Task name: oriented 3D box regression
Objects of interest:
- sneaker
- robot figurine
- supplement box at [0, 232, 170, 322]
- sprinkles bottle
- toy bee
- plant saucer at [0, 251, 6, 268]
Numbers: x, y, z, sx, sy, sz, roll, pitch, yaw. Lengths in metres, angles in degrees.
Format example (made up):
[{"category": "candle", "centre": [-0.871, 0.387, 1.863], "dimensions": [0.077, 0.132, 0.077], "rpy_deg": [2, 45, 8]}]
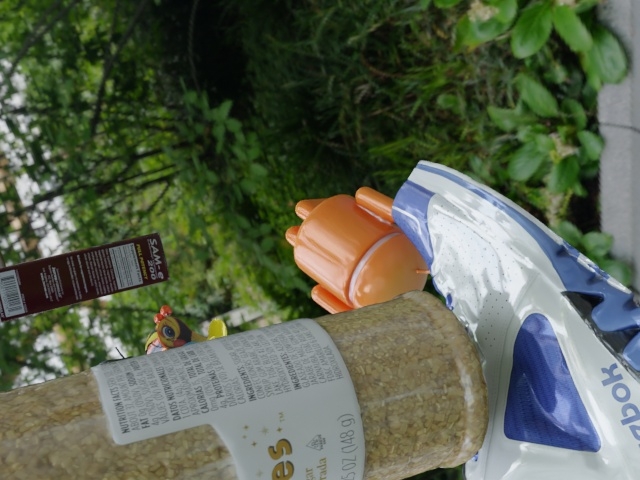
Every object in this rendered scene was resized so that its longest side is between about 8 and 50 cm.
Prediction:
[{"category": "sneaker", "centre": [0.141, 0.088, 0.576], "dimensions": [0.315, 0.182, 0.127], "rpy_deg": [42, -170, 35]}, {"category": "robot figurine", "centre": [0.052, 0.023, 1.085], "dimensions": [0.219, 0.158, 0.128], "rpy_deg": [36, 168, 33]}, {"category": "supplement box", "centre": [-0.345, 0.052, 1.132], "dimensions": [0.130, 0.239, 0.073], "rpy_deg": [-9, 94, 66]}, {"category": "sprinkles bottle", "centre": [-0.078, 0.120, 0.473], "dimensions": [0.121, 0.355, 0.121], "rpy_deg": [169, 90, -67]}, {"category": "toy bee", "centre": [-0.250, 0.196, 1.493], "dimensions": [0.298, 0.195, 0.162], "rpy_deg": [43, -154, -43]}, {"category": "plant saucer", "centre": [-0.631, 0.086, 1.415], "dimensions": [0.036, 0.198, 0.199], "rpy_deg": [22, 139, 34]}]
